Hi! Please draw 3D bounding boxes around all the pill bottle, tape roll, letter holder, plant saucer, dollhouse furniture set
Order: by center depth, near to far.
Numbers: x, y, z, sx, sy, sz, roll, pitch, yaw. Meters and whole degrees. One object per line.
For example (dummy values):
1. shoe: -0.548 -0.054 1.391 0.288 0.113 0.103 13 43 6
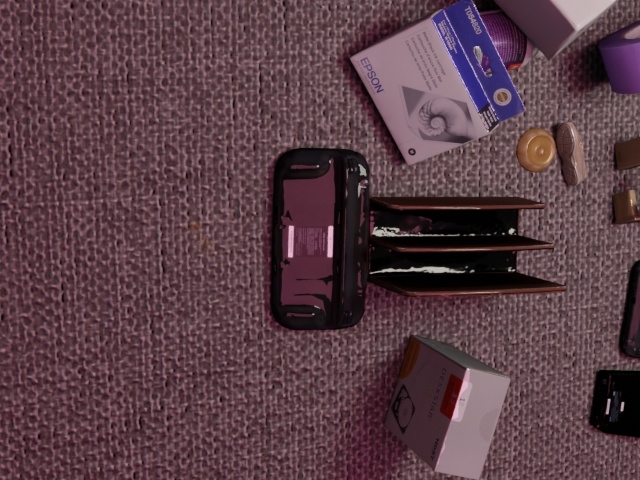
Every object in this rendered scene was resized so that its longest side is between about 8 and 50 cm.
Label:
1. letter holder: 0.253 0.008 1.558 0.302 0.214 0.152 -1 98 -17
2. pill bottle: 0.304 -0.347 1.580 0.194 0.108 0.108 -12 101 -15
3. tape roll: 0.640 -0.351 1.599 0.275 0.275 0.090 -27 105 -13
4. plant saucer: 0.406 -0.168 1.687 0.083 0.015 0.083 -3 99 -18
5. dollhouse furniture set: 0.646 -0.119 1.719 0.123 0.144 0.151 -4 84 -22

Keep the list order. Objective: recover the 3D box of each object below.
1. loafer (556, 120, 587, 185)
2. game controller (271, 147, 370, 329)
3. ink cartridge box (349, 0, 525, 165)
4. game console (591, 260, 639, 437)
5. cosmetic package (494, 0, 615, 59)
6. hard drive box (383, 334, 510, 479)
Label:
1. loafer: 0.474 -0.166 1.700 0.039 0.045 0.125 -25 112 -30
2. game controller: 0.000 0.000 1.567 0.167 0.067 0.319 1 97 -3
3. ink cartridge box: 0.196 -0.261 1.522 0.224 0.045 0.223 -22 108 29
4. game console: 0.663 0.218 1.812 0.213 0.044 0.361 5 97 -20
5. cosmetic package: 0.343 -0.517 1.482 0.217 0.156 0.385 -39 88 -9
6. hard drive box: 0.215 0.283 1.576 0.089 0.232 0.181 16 92 -19
